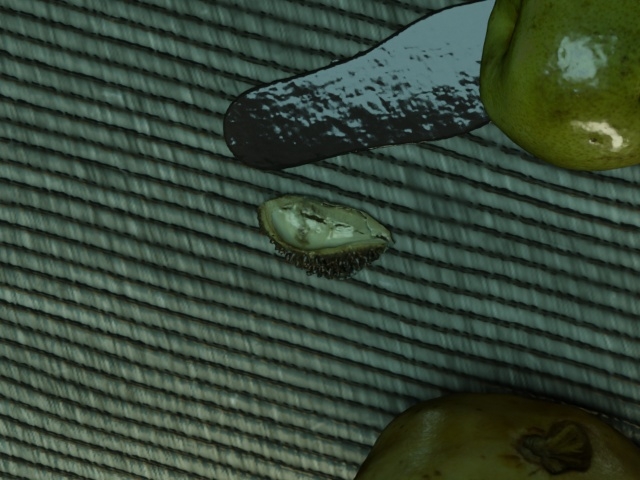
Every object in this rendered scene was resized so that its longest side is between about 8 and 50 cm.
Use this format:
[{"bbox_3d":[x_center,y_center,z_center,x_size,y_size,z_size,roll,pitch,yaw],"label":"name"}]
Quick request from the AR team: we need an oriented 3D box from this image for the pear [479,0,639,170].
[{"bbox_3d":[0.229,-0.151,1.426,0.197,0.197,0.197,4,107,13],"label":"pear"}]

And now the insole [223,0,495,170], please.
[{"bbox_3d":[0.063,-0.132,1.570,0.328,0.007,0.111,-16,100,18],"label":"insole"}]

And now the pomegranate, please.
[{"bbox_3d":[0.156,0.297,1.530,0.333,0.332,0.332,4,107,13],"label":"pomegranate"}]

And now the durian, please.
[{"bbox_3d":[0.001,0.000,1.616,0.130,0.052,0.066,16,71,6],"label":"durian"}]
